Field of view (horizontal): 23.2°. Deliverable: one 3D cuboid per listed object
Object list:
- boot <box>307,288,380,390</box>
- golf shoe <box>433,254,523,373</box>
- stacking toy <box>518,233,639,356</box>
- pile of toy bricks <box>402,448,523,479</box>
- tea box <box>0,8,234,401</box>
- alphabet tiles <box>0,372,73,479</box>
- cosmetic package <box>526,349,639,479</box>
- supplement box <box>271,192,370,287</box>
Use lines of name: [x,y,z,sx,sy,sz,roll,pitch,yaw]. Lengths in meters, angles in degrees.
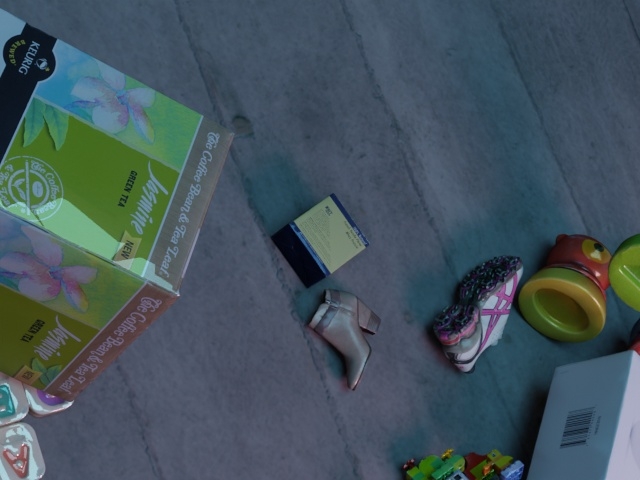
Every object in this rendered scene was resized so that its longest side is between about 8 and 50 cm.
boot: [0.024,0.121,1.965,0.087,0.042,0.118,26,61,-12]
golf shoe: [0.217,0.095,2.071,0.186,0.067,0.086,-48,125,-33]
stacking toy: [0.459,0.080,2.085,0.309,0.279,0.130,40,49,-11]
pile of toy bricks: [0.150,0.309,1.939,0.212,0.118,0.105,-31,57,-24]
tea box: [-0.317,-0.033,1.639,0.323,0.329,0.220,26,56,-15]
alphabet tiles: [-0.418,0.151,1.717,0.284,0.021,0.278,-13,79,-32]
cosmetic package: [0.395,0.302,2.009,0.225,0.138,0.224,41,52,-27]
supplement box: [0.000,0.000,1.980,0.083,0.056,0.083,-37,92,-33]
